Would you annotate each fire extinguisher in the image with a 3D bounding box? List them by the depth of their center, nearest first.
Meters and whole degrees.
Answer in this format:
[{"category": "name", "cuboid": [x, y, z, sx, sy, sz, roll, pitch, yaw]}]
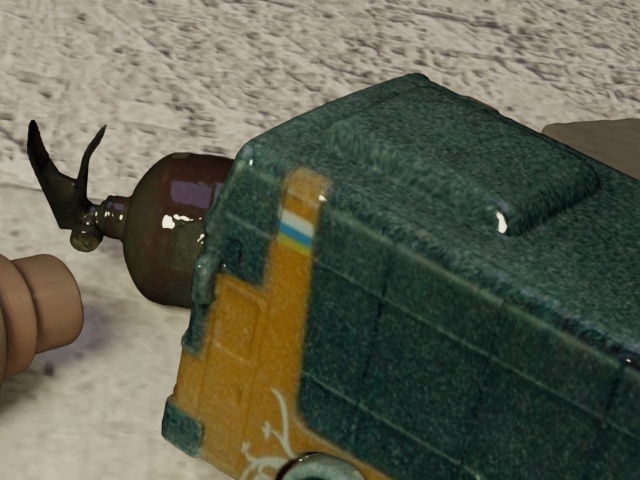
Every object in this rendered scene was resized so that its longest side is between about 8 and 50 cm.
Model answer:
[{"category": "fire extinguisher", "cuboid": [0.000, 0.000, 0.859, 0.268, 0.089, 0.072, 11, 50, -2]}]

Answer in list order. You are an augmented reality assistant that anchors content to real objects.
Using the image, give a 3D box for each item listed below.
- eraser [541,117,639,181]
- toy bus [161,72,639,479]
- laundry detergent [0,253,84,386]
[{"category": "eraser", "cuboid": [0.217, 0.059, 0.852, 0.111, 0.077, 0.352, -5, 33, -23]}, {"category": "toy bus", "cuboid": [0.085, 0.060, 0.705, 0.275, 0.167, 0.138, 28, 33, 28]}, {"category": "laundry detergent", "cuboid": [-0.223, 0.026, 0.743, 0.237, 0.076, 0.171, -15, 39, -40]}]
